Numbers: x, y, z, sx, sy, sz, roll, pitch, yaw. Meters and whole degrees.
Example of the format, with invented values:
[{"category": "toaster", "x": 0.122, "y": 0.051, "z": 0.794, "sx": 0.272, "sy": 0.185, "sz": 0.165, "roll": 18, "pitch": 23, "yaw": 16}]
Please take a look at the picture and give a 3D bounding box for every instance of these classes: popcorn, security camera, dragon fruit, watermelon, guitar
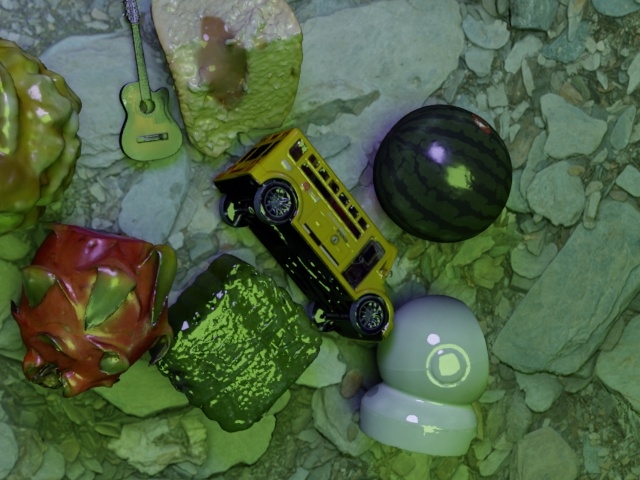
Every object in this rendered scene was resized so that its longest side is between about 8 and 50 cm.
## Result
[{"category": "popcorn", "x": -0.462, "y": -0.136, "z": 1.098, "sx": 0.335, "sy": 0.274, "sz": 0.279, "roll": 12, "pitch": 123, "yaw": -14}, {"category": "security camera", "x": 0.169, "y": 0.201, "z": 1.425, "sx": 0.194, "sy": 0.194, "sz": 0.236, "roll": 10, "pitch": 92, "yaw": -22}, {"category": "dragon fruit", "x": -0.303, "y": 0.090, "z": 1.213, "sx": 0.224, "sy": 0.224, "sz": 0.227, "roll": 3, "pitch": 91, "yaw": -21}, {"category": "watermelon", "x": 0.186, "y": -0.098, "z": 1.371, "sx": 0.212, "sy": 0.212, "sz": 0.212, "roll": -3, "pitch": 100, "yaw": -20}, {"category": "guitar", "x": -0.252, "y": -0.227, "z": 1.279, "sx": 0.088, "sy": 0.025, "sz": 0.233, "roll": -11, "pitch": 101, "yaw": -19}]

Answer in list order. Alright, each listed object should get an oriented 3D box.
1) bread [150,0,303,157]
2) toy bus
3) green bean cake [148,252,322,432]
[{"category": "bread", "x": -0.138, "y": -0.274, "z": 1.288, "sx": 0.183, "sy": 0.224, "sz": 0.211, "roll": -21, "pitch": 64, "yaw": -10}, {"category": "toy bus", "x": 0.000, "y": 0.000, "z": 1.346, "sx": 0.151, "sy": 0.145, "sz": 0.331, "roll": -48, "pitch": 111, "yaw": -25}, {"category": "green bean cake", "x": -0.129, "y": 0.149, "z": 1.340, "sx": 0.214, "sy": 0.113, "sz": 0.200, "roll": -46, "pitch": 110, "yaw": -9}]
